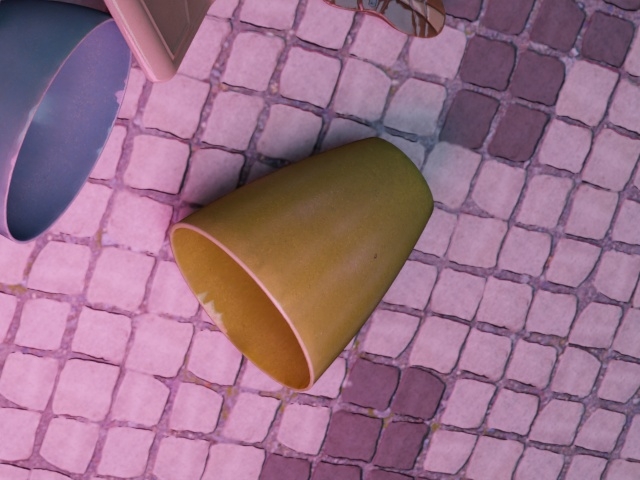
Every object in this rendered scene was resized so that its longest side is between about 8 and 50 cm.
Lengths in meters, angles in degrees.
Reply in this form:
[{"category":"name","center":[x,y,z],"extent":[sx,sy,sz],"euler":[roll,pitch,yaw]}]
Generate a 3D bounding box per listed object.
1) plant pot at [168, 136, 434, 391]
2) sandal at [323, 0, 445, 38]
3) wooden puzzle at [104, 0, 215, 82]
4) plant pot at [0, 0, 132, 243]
[{"category":"plant pot","center":[0.000,0.000,2.023],"extent":[0.293,0.274,0.275],"euler":[-40,119,-20]},{"category":"sandal","center":[0.081,-0.320,2.032],"extent":[0.180,0.049,0.072],"euler":[15,99,-9]},{"category":"wooden puzzle","center":[-0.210,-0.331,1.840],"extent":[0.044,0.239,0.221],"euler":[-14,120,25]},{"category":"plant pot","center":[-0.377,-0.167,1.817],"extent":[0.195,0.290,0.290],"euler":[25,102,9]}]
